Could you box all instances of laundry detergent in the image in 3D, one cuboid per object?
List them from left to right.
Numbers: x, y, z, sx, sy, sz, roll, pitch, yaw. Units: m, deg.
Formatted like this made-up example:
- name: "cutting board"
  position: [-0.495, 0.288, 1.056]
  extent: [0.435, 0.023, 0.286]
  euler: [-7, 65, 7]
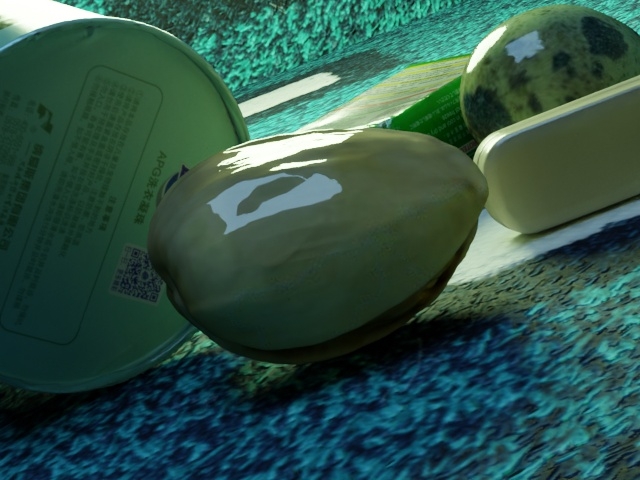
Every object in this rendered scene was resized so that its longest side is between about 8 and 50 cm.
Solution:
- name: "laundry detergent"
  position: [-0.251, -0.059, 1.194]
  extent: [0.287, 0.287, 0.305]
  euler: [-27, 29, -26]

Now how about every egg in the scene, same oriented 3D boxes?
- name: "egg"
  position: [0.205, -0.131, 1.257]
  extent: [0.181, 0.141, 0.141]
  euler: [-16, 10, -21]

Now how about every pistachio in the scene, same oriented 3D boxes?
- name: "pistachio"
  position: [0.000, 0.000, 0.996]
  extent: [0.229, 0.157, 0.157]
  euler: [-14, 13, -2]

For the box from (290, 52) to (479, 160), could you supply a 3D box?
- name: "box"
  position: [0.089, -0.095, 1.382]
  extent: [0.250, 0.103, 0.180]
  euler: [-32, 17, -38]

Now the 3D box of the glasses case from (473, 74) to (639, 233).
- name: "glasses case"
  position: [0.213, -0.069, 1.118]
  extent: [0.196, 0.083, 0.050]
  euler: [-20, 13, -3]
